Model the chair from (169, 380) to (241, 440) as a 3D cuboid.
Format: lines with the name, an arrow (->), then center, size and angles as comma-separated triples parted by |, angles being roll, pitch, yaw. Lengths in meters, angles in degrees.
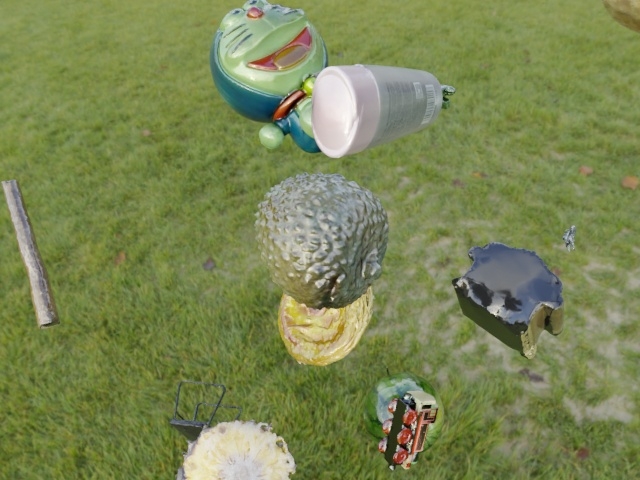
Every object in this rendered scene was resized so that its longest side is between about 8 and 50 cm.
chair -> -0.324, 0.509, 1.430 | 0.145, 0.140, 0.221 | -1, 48, 19

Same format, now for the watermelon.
watermelon -> 0.188, 0.399, 1.256 | 0.188, 0.187, 0.215 | -14, 11, -13

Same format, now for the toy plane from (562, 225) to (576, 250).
toy plane -> 0.733, -0.009, 1.582 | 0.031, 0.083, 0.078 | -8, 37, 5

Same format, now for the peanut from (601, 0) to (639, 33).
peanut -> 0.534, -0.325, 0.762 | 0.299, 0.120, 0.136 | 32, 42, 3

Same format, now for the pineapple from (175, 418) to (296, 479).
pineapple -> -0.175, 0.534, 1.228 | 0.263, 0.271, 0.262 | 0, 71, 0

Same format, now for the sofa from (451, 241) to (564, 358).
sofa -> 0.480, 0.140, 1.346 | 0.182, 0.200, 0.258 | -45, 52, -10

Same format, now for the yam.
yam -> -0.609, 0.024, 1.129 | 0.045, 0.326, 0.045 | -26, -11, 29

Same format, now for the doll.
doll -> -0.063, -0.269, 0.907 | 0.199, 0.186, 0.321 | -33, 76, -20

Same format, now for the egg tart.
egg tart -> 0.021, 0.186, 1.396 | 0.295, 0.116, 0.294 | -13, 66, 29

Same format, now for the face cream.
face cream -> 0.084, -0.183, 0.726 | 0.073, 0.107, 0.269 | 8, 20, 31

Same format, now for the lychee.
lychee -> 0.000, 0.000, 1.006 | 0.275, 0.255, 0.255 | 22, 46, 26

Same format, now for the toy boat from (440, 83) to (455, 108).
toy boat -> 0.273, -0.404, 1.486 | 0.104, 0.052, 0.210 | -45, 42, -15

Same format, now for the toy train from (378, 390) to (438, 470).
toy train -> 0.154, 0.331, 0.938 | 0.087, 0.137, 0.050 | 8, 8, -31
